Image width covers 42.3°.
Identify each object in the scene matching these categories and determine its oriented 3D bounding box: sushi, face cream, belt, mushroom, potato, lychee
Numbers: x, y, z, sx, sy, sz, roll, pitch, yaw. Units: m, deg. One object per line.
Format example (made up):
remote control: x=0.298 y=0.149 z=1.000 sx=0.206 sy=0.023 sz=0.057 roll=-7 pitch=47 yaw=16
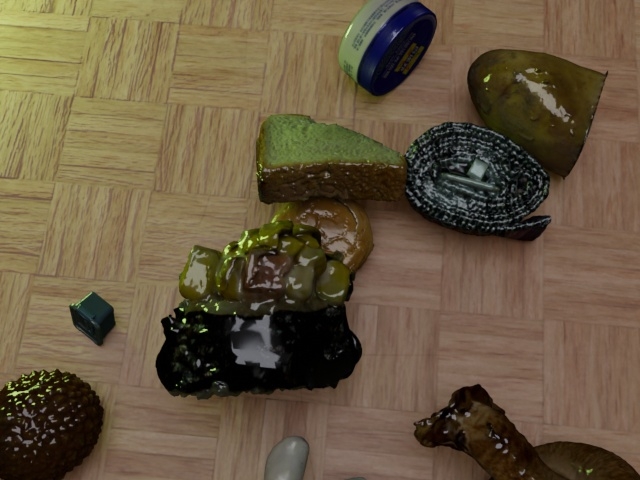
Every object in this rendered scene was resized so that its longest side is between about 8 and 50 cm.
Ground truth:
sushi: x=-0.117 y=0.119 z=1.433 sx=0.329 sy=0.328 sz=0.285 roll=-7 pitch=85 yaw=35
face cream: x=0.133 y=-0.408 z=1.696 sx=0.206 sy=0.206 sz=0.111 roll=-42 pitch=73 yaw=-13
belt: x=0.303 y=-0.115 z=1.617 sx=0.295 sy=0.160 sz=0.206 roll=11 pitch=90 yaw=6
mushroom: x=0.374 y=0.417 z=1.352 sx=0.331 sy=0.334 sz=0.356 roll=-7 pitch=96 yaw=-36
potato: x=0.413 y=-0.277 z=1.649 sx=0.266 sy=0.229 sz=0.229 roll=25 pitch=73 yaw=11
lychee: x=-0.499 y=0.330 z=1.448 sx=0.238 sy=0.200 sz=0.200 roll=-20 pitch=72 yaw=-12

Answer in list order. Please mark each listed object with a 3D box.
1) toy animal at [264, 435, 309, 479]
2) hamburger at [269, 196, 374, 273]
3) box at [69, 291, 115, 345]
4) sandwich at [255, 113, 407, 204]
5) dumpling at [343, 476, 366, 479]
toy animal: x=-0.114 y=0.504 z=1.349 sx=0.368 sy=0.241 sz=0.196 roll=-39 pitch=54 yaw=-17
hamburger: x=-0.001 y=-0.001 z=1.611 sx=0.214 sy=0.108 sz=0.213 roll=-1 pitch=75 yaw=3
box: x=-0.426 y=0.145 z=1.561 sx=0.074 sy=0.099 sz=0.054 roll=38 pitch=60 yaw=12
sandwich: x=0.016 y=-0.163 z=1.602 sx=0.288 sy=0.099 sz=0.254 roll=-1 pitch=29 yaw=2
dumpling: x=0.035 y=0.507 z=1.437 sx=0.181 sy=0.111 sz=0.155 roll=-37 pitch=43 yaw=-21
